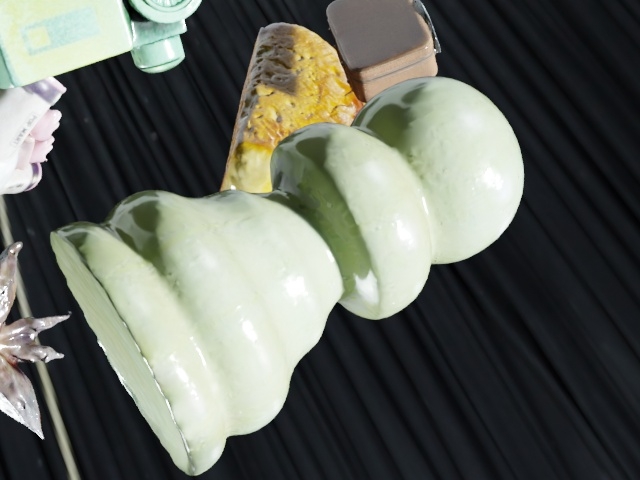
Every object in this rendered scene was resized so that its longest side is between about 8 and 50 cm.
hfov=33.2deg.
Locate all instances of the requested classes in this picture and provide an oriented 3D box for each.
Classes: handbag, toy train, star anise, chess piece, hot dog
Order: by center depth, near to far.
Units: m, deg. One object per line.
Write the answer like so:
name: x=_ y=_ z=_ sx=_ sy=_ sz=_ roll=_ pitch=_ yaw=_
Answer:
chess piece: x=0.000 y=0.000 z=0.587 sx=0.251 sy=0.144 sz=0.144 roll=-30 pitch=153 yaw=-19
star anise: x=-0.224 y=0.081 z=0.736 sx=0.124 sy=0.129 sz=0.056 roll=-31 pitch=-169 yaw=-24
toy train: x=-0.280 y=-0.352 z=1.136 sx=0.253 sy=0.160 sz=0.397 roll=-22 pitch=110 yaw=-17
handbag: x=0.096 y=-0.302 z=1.620 sx=0.151 sy=0.193 sz=0.072 roll=-17 pitch=135 yaw=3
hot dog: x=-0.029 y=-0.165 z=1.712 sx=0.223 sy=0.405 sz=0.185 roll=17 pitch=135 yaw=-9

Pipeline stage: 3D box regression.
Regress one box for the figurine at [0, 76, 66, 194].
figurine: x=-0.488 y=-0.211 z=1.320 sx=0.211 sy=0.361 sz=0.253 roll=-34 pitch=167 yaw=-51
